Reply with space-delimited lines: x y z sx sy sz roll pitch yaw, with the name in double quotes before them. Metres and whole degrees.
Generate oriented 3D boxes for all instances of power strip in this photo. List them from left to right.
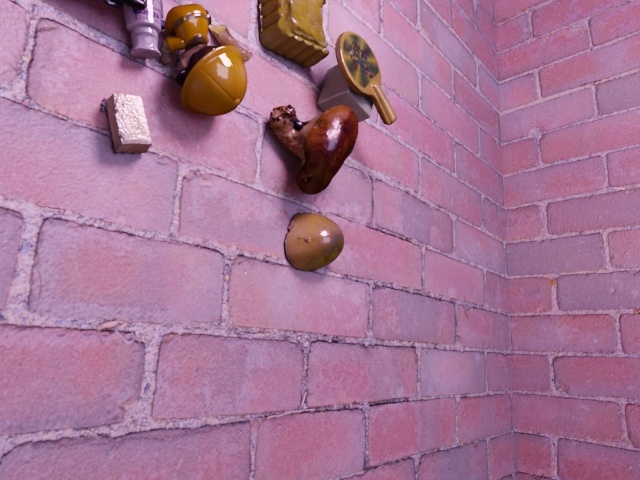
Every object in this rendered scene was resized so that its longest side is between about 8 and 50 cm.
"power strip" 0.086 -0.464 1.522 0.140 0.139 0.225 38 56 -38

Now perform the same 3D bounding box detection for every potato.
"potato" -0.414 -0.252 0.990 0.086 0.061 0.122 -12 91 -46
"potato" 0.000 0.000 1.364 0.202 0.117 0.182 -5 89 -49

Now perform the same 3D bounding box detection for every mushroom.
"mushroom" -0.001 -0.283 1.368 0.267 0.267 0.255 -12 58 -48

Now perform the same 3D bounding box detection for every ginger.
"ginger" -0.244 -0.533 1.244 0.137 0.044 0.058 43 36 -37

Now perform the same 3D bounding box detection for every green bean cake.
"green bean cake" -0.066 -0.679 1.406 0.232 0.124 0.236 5 79 -48

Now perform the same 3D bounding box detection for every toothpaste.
"toothpaste" -0.402 -0.566 1.028 0.113 0.073 0.300 -6 94 -37

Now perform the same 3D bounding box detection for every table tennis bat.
"table tennis bat" 0.151 -0.511 1.470 0.321 0.050 0.198 56 46 -18

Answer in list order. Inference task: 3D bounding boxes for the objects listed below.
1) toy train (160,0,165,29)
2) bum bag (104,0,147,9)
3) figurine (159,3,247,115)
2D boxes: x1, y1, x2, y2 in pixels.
"toy train" -0.386 -0.549 1.107 0.017 0.017 0.083 -4 86 -50
"bum bag" -0.478 -0.548 0.933 0.248 0.060 0.123 -3 87 -31
"figurine" -0.276 -0.426 1.098 0.192 0.167 0.257 -34 106 -31
